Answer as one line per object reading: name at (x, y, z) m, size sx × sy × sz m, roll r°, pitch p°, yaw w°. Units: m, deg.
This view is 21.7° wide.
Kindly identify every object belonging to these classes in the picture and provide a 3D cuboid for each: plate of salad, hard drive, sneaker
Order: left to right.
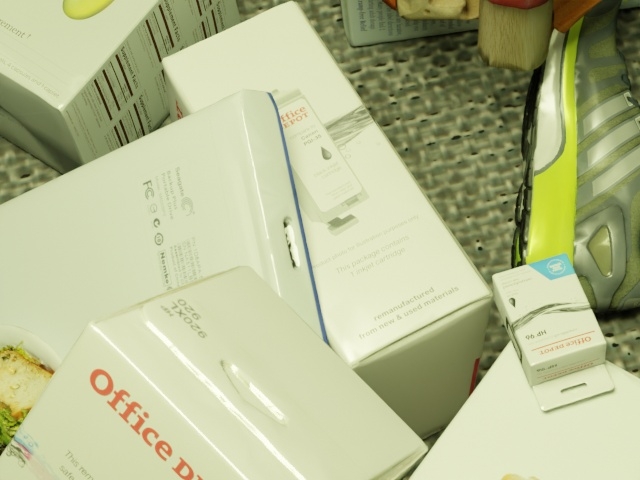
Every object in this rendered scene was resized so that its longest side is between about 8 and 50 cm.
plate of salad at (-0.236, 0.160, 1.194) m, size 0.199 × 0.048 × 0.200 m, roll -1°, pitch 89°, yaw 39°
hard drive at (-0.137, 0.046, 1.172) m, size 0.318 × 0.040 × 0.210 m, roll -21°, pitch 76°, yaw 38°
sneaker at (0.222, -0.074, 1.314) m, size 0.121 × 0.111 × 0.300 m, roll 9°, pitch 73°, yaw 0°

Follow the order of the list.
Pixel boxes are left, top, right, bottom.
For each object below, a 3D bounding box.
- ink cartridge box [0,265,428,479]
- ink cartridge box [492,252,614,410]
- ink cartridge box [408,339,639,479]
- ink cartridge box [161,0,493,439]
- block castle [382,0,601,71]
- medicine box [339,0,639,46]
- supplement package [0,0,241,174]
ink cartridge box at (-0.088, 0.164, 0.998) m, size 0.171 × 0.168 × 0.233 m, roll 44°, pitch 117°, yaw 13°
ink cartridge box at (0.138, 0.053, 0.984) m, size 0.048 × 0.028 × 0.083 m, roll -18°, pitch 57°, yaw -4°
ink cartridge box at (0.085, 0.279, 1.041) m, size 0.160 × 0.279 × 0.385 m, roll 32°, pitch 69°, yaw 19°
ink cartridge box at (0.000, 0.000, 1.225) m, size 0.117 × 0.207 × 0.283 m, roll -26°, pitch 64°, yaw -13°
block castle at (0.102, -0.375, 1.238) m, size 0.303 × 0.213 × 0.453 m, roll -36°, pitch 67°, yaw -13°
medicine box at (0.143, -0.329, 1.415) m, size 0.289 × 0.149 × 0.264 m, roll -8°, pitch 63°, yaw 1°
supplement package at (-0.206, -0.187, 1.367) m, size 0.194 × 0.149 × 0.203 m, roll 31°, pitch 70°, yaw 18°
